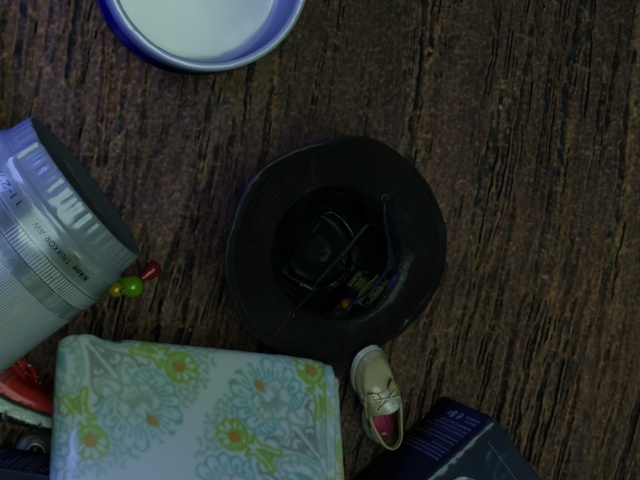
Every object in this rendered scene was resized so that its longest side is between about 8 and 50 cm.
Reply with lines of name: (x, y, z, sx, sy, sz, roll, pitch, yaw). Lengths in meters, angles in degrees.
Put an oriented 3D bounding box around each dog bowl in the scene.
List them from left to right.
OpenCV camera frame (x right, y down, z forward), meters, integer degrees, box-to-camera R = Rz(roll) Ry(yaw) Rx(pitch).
dog bowl: (-0.153, -0.343, 1.642, 0.265, 0.104, 0.264, -1, 93, -18)

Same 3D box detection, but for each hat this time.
hat: (0.000, 0.000, 1.694, 0.331, 0.134, 0.331, -11, 114, -25)

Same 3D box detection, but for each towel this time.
towel: (-0.140, 0.287, 1.554, 0.375, 0.090, 0.320, 9, 62, -24)

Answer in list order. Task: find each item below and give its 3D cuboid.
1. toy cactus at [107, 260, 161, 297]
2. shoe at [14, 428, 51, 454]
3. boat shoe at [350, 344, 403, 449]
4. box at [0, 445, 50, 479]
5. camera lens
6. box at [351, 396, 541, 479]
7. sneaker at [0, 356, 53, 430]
toy cactus: (-0.321, 0.024, 1.601, 0.219, 0.112, 0.180, 42, 72, -18)
shoe: (-0.373, 0.349, 1.630, 0.077, 0.058, 0.219, 8, 90, -19)
boat shoe: (0.084, 0.213, 1.736, 0.063, 0.059, 0.170, -29, 131, -18)
box: (-0.416, 0.327, 1.554, 0.207, 0.108, 0.153, 9, 93, 4)
camera lens: (-0.370, 0.022, 1.445, 0.274, 0.219, 0.219, -37, 103, 0)
box: (0.182, 0.449, 1.755, 0.312, 0.179, 0.343, -40, 103, -11)
sneaker: (-0.393, 0.155, 1.595, 0.279, 0.107, 0.118, 28, 74, -20)
